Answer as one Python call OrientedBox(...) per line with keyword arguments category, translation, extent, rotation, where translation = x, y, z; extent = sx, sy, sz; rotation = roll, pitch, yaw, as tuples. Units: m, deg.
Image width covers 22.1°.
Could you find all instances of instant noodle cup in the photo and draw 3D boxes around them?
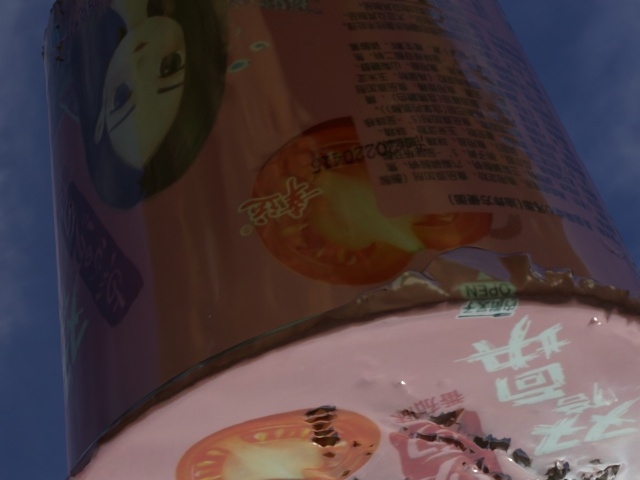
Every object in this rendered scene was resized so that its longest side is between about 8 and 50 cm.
OrientedBox(category="instant noodle cup", translation=(0.000, 0.000, 0.632), extent=(0.243, 0.243, 0.231), rotation=(1, -128, -24))
